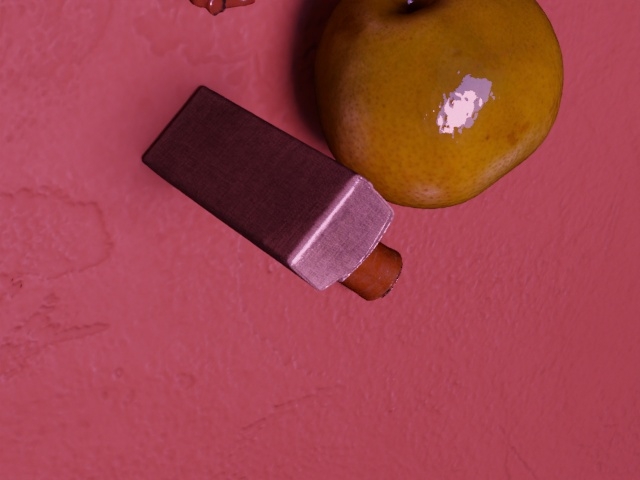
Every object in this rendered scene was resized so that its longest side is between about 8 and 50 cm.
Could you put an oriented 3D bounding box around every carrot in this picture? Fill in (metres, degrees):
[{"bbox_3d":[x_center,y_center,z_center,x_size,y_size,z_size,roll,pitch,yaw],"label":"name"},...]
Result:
[{"bbox_3d":[0.000,0.000,1.053,0.139,0.048,0.048,30,92,-36],"label":"carrot"}]

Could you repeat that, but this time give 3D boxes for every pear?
[{"bbox_3d":[0.084,-0.095,1.009,0.180,0.166,0.216,-48,151,-22],"label":"pear"}]

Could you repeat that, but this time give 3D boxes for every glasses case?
[{"bbox_3d":[-0.038,-0.036,0.913,0.071,0.205,0.047,-51,129,-5],"label":"glasses case"}]

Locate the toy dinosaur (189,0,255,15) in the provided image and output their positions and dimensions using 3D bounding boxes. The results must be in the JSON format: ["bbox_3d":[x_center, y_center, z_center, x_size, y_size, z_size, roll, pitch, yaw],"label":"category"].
[{"bbox_3d":[-0.094,-0.182,0.908,0.154,0.055,0.049,22,100,-45],"label":"toy dinosaur"}]
